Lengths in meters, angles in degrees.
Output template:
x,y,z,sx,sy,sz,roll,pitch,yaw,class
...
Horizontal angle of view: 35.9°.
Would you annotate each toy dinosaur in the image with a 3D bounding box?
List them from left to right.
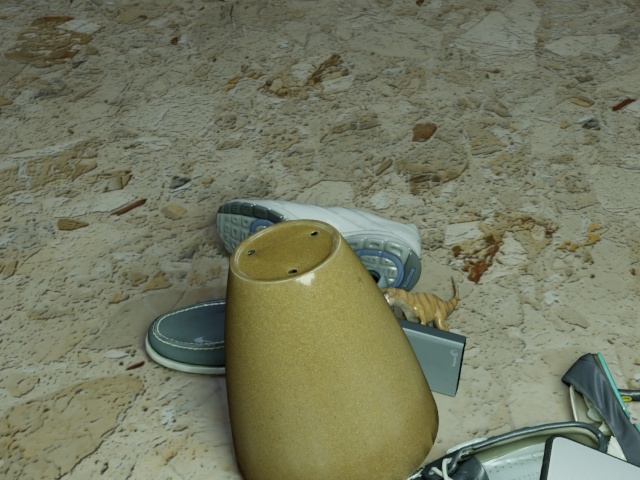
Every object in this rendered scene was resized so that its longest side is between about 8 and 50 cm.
x,y,z,sx,sy,sz,roll,pitch,yaw,class
0.144,0.094,1.259,0.064,0.112,0.211,-8,-9,36,toy dinosaur

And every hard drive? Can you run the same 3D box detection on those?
x,y,z,sx,sy,sz,roll,pitch,yaw,class
0.106,0.136,1.200,0.135,0.094,0.022,14,42,14,hard drive

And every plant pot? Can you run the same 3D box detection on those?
x,y,z,sx,sy,sz,roll,pitch,yaw,class
-0.010,0.113,1.066,0.237,0.254,0.237,-11,30,7,plant pot

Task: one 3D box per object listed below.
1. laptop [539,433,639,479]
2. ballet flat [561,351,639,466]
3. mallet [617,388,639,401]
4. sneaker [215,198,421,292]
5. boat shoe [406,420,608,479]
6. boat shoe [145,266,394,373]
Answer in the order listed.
x,y,z,sx,sy,sz,roll,pitch,yaw,class
0.361,0.295,0.661,0.407,0.236,0.382,22,44,3,laptop
0.338,0.222,1.138,0.074,0.074,0.203,-12,49,-14,ballet flat
0.452,0.197,1.191,0.189,0.062,0.039,-5,39,16,mallet
0.000,0.000,1.366,0.297,0.111,0.129,15,28,10,sneaker
0.167,0.263,1.062,0.302,0.091,0.114,-15,44,-18,boat shoe
-0.064,0.089,1.246,0.319,0.099,0.116,-5,42,-7,boat shoe
